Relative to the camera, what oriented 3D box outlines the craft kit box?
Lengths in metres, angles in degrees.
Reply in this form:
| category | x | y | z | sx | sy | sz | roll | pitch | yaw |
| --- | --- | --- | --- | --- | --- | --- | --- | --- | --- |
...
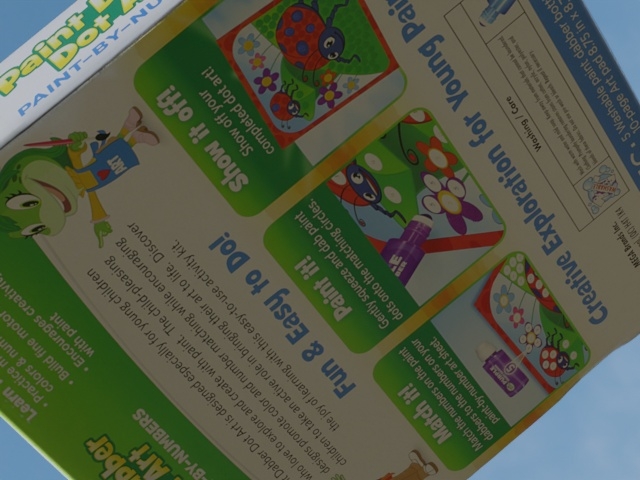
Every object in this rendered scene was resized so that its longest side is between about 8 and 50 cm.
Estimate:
| category | x | y | z | sx | sy | sz | roll | pitch | yaw |
| --- | --- | --- | --- | --- | --- | --- | --- | --- | --- |
| craft kit box | 0.000 | 0.000 | 0.582 | 0.247 | 0.061 | 0.250 | -41 | -53 | -5 |
